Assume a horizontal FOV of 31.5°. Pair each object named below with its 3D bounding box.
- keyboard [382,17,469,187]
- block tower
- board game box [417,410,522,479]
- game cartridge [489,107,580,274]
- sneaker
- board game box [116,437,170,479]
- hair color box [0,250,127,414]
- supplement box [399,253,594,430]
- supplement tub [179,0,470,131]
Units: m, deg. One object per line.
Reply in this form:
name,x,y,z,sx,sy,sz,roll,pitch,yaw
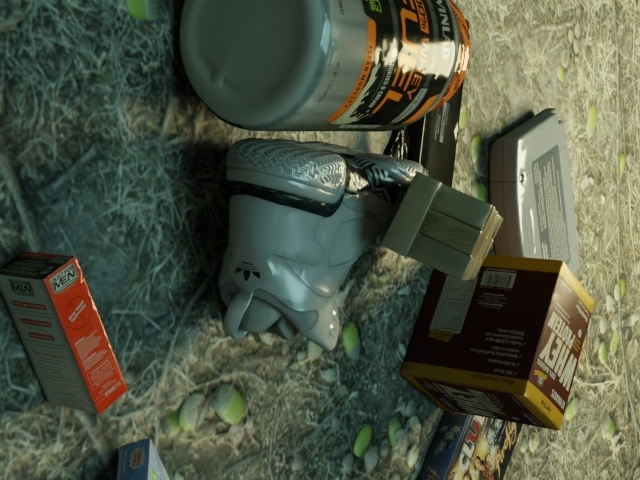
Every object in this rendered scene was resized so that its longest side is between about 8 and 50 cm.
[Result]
keyboard,0.136,-0.166,1.516,0.201,0.033,0.317,14,81,-60
block tower,0.154,-0.011,1.342,0.091,0.097,0.335,-66,168,4
board game box,0.215,0.328,1.660,0.165,0.042,0.243,53,53,-42
game cartridge,0.336,-0.039,1.781,0.198,0.062,0.297,-29,116,-44
sneaker,0.000,0.000,1.269,0.366,0.137,0.210,-4,108,-62
board game box,-0.147,0.323,1.101,0.160,0.039,0.211,-101,172,-62
hair color box,-0.230,0.082,1.009,0.043,0.072,0.141,-42,126,-42
supplement box,0.244,0.134,1.555,0.129,0.191,0.194,43,60,-46
supplement tub,0.019,-0.212,1.215,0.316,0.193,0.193,-9,100,-53
